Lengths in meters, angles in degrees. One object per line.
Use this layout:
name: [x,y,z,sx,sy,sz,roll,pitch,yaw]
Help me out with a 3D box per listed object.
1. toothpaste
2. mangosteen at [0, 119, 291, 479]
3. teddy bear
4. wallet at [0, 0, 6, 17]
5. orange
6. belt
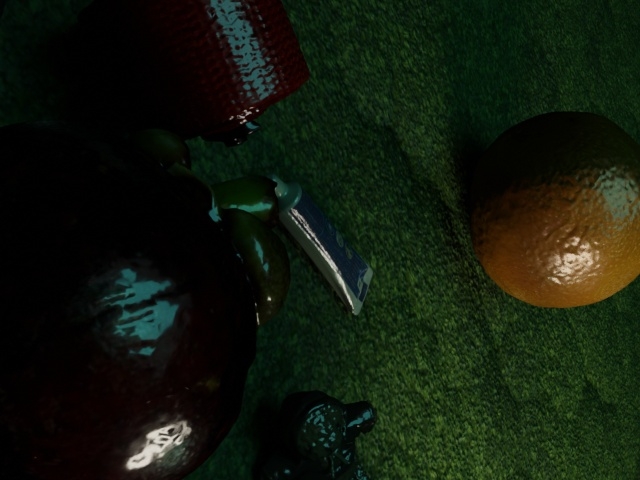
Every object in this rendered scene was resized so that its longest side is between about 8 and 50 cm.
toothpaste: [0.000,0.000,0.849,0.197,0.034,0.057,51,51,-43]
mangosteen: [-0.119,0.039,0.497,0.216,0.216,0.216,15,72,-54]
teddy bear: [0.002,0.195,0.786,0.119,0.078,0.160,-27,117,-19]
wallet: [-0.230,-0.235,0.556,0.124,0.025,0.244,32,58,-49]
orange: [0.309,-0.035,1.143,0.264,0.264,0.264,15,72,-54]
belt: [-0.085,-0.124,0.614,0.128,0.201,0.124,-26,106,-13]
